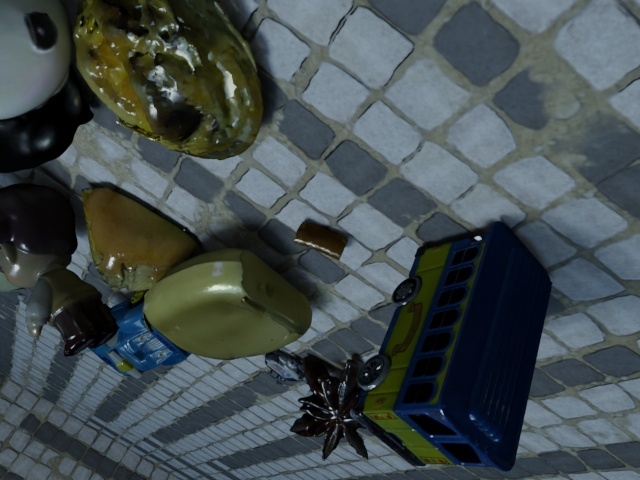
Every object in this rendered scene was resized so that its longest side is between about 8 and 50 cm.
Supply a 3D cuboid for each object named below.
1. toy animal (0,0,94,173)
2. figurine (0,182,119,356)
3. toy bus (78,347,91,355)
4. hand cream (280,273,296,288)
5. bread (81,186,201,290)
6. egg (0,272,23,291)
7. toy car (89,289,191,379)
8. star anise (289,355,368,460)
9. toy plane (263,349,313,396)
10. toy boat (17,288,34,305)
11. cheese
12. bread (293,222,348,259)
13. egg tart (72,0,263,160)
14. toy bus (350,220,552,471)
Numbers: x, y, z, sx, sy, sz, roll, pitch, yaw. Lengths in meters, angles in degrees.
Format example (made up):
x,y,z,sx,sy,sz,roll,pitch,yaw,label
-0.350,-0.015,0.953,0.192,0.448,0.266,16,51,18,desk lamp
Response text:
x,y,z,sx,sy,sz,roll,pitch,yaw,label
-0.430,-0.227,0.775,0.212,0.213,0.267,25,148,5,toy animal
-0.550,0.061,1.151,0.206,0.218,0.365,-30,84,33,figurine
-0.670,0.276,1.692,0.193,0.087,0.089,-12,122,43,toy bus
-0.130,0.106,1.156,0.216,0.038,0.052,-15,155,40,hand cream
-0.373,0.020,1.116,0.251,0.133,0.174,30,147,-4,bread
-0.733,0.005,1.293,0.253,0.186,0.186,48,143,-4,egg
-0.433,0.240,1.376,0.314,0.166,0.198,-23,120,30,toy car
0.046,0.364,1.262,0.212,0.129,0.283,11,109,6,star anise
-0.059,0.303,1.339,0.197,0.053,0.078,38,136,-7,toy plane
-0.781,0.166,1.623,0.227,0.085,0.155,15,142,18,toy boat
-0.189,0.127,1.074,0.315,0.128,0.259,-21,130,32,cheese
0.000,0.000,0.919,0.083,0.047,0.036,21,114,7,bread
-0.208,-0.210,0.728,0.297,0.132,0.297,22,142,18,egg tart
0.175,0.131,0.751,0.138,0.288,0.175,43,143,-21,toy bus
